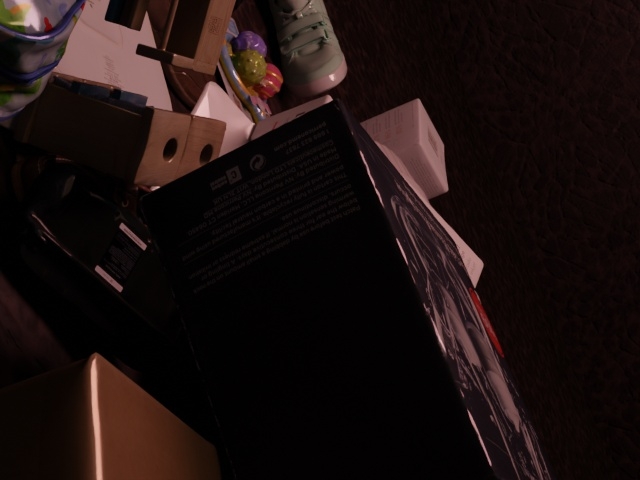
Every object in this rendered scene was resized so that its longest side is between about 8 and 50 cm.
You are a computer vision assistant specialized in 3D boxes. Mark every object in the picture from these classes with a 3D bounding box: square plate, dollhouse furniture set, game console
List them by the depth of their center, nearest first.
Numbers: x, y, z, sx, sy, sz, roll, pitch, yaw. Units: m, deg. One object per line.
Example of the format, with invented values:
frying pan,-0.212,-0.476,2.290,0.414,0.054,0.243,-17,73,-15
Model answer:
dollhouse furniture set,-0.152,-0.150,1.297,0.129,0.129,0.184,3,105,-65
game console,-0.132,0.059,1.328,0.361,0.044,0.213,46,52,-37
square plate,-0.242,-0.231,1.464,0.347,0.049,0.344,26,45,-66

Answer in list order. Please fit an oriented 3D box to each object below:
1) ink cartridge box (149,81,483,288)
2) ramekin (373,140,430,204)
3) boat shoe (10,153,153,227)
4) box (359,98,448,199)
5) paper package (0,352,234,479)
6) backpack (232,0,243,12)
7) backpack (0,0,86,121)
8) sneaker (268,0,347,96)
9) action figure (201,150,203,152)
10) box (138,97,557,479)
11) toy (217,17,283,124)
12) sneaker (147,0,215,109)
ink cartridge box,0.000,0.000,1.563,0.353,0.119,0.207,45,50,-27
ramekin,0.027,-0.029,1.812,0.207,0.207,0.109,56,12,-38
boat shoe,-0.193,-0.038,1.339,0.207,0.073,0.073,24,49,-65
box,0.082,-0.103,2.118,0.091,0.170,0.130,58,20,-29
paper package,-0.135,0.286,0.961,0.309,0.168,0.325,50,24,-51
backpack,-0.144,-0.371,1.829,0.152,0.115,0.182,50,22,-41
backpack,-0.309,-0.215,0.941,0.290,0.273,0.356,-86,163,-69
sneaker,-0.038,-0.311,2.124,0.256,0.094,0.151,-105,171,-54
action figure,-0.065,-0.055,1.669,0.091,0.139,0.280,54,20,-44
box,0.045,0.114,1.196,0.343,0.179,0.313,43,24,-63
toy,-0.082,-0.203,1.925,0.137,0.056,0.237,22,49,-70
sneaker,-0.147,-0.222,1.697,0.066,0.071,0.188,-93,160,-44
